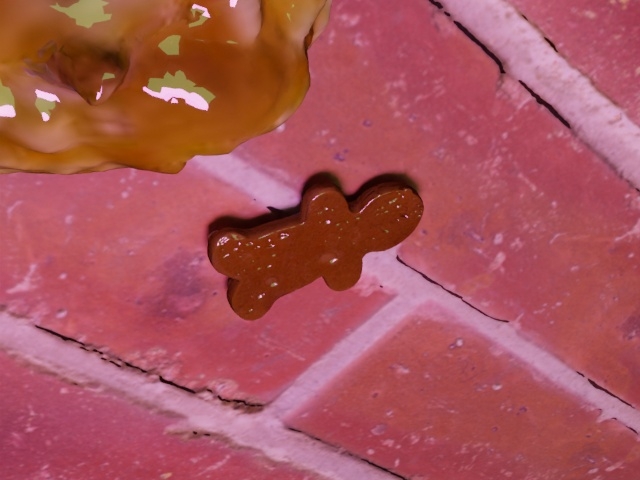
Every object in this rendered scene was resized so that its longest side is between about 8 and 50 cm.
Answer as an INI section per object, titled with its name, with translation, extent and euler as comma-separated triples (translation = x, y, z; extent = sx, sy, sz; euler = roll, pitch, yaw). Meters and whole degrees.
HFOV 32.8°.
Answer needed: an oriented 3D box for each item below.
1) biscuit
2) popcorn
[biscuit]
translation = 0.000, 0.000, 1.016
extent = 0.205, 0.031, 0.138
euler = -23, 136, -3
[popcorn]
translation = -0.149, -0.176, 0.636
extent = 0.335, 0.274, 0.279
euler = -3, 162, -12
